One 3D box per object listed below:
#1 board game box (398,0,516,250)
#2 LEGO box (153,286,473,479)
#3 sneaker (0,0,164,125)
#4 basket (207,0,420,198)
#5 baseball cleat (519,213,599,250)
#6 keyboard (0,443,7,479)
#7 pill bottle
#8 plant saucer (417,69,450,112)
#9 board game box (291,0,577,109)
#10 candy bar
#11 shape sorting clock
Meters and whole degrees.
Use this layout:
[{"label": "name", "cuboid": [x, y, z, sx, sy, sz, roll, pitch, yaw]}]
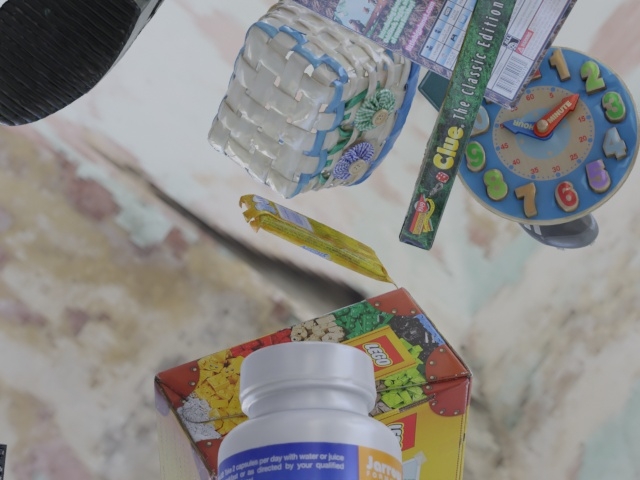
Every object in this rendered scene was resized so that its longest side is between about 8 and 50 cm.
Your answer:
[{"label": "board game box", "cuboid": [0.111, -0.132, 1.258, 0.136, 0.030, 0.260, -74, 180, -53]}, {"label": "LEGO box", "cuboid": [-0.011, 0.353, 2.388, 0.193, 0.372, 0.500, 53, -28, 41]}, {"label": "sneaker", "cuboid": [-0.215, -0.241, 1.747, 0.330, 0.122, 0.146, -48, -179, -2]}, {"label": "basket", "cuboid": [0.017, -0.184, 2.047, 0.289, 0.201, 0.255, -41, 160, -48]}, {"label": "baseball cleat", "cuboid": [0.254, -0.062, 2.174, 0.072, 0.109, 0.206, -46, -129, -15]}, {"label": "keyboard", "cuboid": [-0.371, 0.312, 1.921, 0.023, 0.108, 0.180, -2, -100, 40]}, {"label": "pill bottle", "cuboid": [-0.007, 0.225, 1.405, 0.152, 0.152, 0.272, -34, -130, 50]}, {"label": "plant saucer", "cuboid": [0.166, -0.211, 1.851, 0.018, 0.067, 0.192, -7, 139, -46]}, {"label": "board game box", "cuboid": [0.113, -0.302, 1.643, 0.232, 0.291, 0.141, -63, -179, 44]}, {"label": "candy bar", "cuboid": [0.000, 0.000, 1.361, 0.018, 0.161, 0.040, -50, -138, 19]}, {"label": "shape sorting clock", "cuboid": [0.240, -0.116, 1.887, 0.206, 0.206, 0.040, -56, 157, -11]}]
